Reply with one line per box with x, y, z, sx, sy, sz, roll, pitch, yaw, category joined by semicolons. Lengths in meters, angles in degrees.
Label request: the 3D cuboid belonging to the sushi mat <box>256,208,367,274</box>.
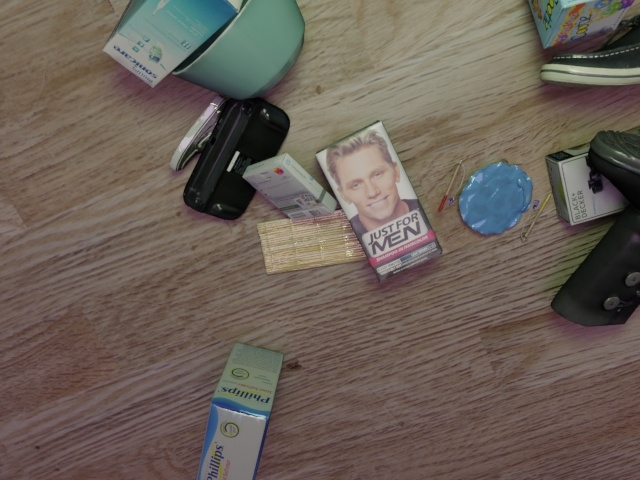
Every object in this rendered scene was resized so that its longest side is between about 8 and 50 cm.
0.000;0.000;1.342;0.317;0.019;0.151;-9;108;6;sushi mat

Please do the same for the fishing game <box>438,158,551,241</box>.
0.430;-0.106;1.272;0.264;0.041;0.189;14;110;-11;fishing game

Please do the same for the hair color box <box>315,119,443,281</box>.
0.141;-0.094;1.239;0.174;0.105;0.347;-26;101;9;hair color box

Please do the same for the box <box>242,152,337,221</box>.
-0.072;-0.120;1.220;0.145;0.038;0.186;-10;141;45;box

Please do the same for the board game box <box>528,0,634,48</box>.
0.481;-0.545;0.994;0.142;0.144;0.275;-13;78;7;board game box

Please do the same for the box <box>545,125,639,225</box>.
0.702;-0.160;1.211;0.290;0.087;0.169;-16;108;9;box

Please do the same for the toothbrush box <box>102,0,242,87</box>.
-0.274;-0.474;1.013;0.296;0.216;0.126;-21;138;38;toothbrush box

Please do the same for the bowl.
-0.153;-0.419;1.079;0.311;0.311;0.163;-42;126;15;bowl

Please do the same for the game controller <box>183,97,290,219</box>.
-0.202;-0.193;1.245;0.167;0.067;0.319;16;115;-40;game controller

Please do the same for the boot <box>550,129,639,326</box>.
0.659;0.000;1.170;0.368;0.146;0.445;14;129;-11;boot

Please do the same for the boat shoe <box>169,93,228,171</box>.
-0.282;-0.244;1.239;0.070;0.077;0.219;38;105;-10;boat shoe

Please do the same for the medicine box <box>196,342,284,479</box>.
-0.209;0.469;1.376;0.149;0.289;0.263;13;110;-1;medicine box

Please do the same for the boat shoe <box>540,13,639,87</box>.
0.704;-0.416;1.075;0.501;0.186;0.155;-11;107;0;boat shoe
